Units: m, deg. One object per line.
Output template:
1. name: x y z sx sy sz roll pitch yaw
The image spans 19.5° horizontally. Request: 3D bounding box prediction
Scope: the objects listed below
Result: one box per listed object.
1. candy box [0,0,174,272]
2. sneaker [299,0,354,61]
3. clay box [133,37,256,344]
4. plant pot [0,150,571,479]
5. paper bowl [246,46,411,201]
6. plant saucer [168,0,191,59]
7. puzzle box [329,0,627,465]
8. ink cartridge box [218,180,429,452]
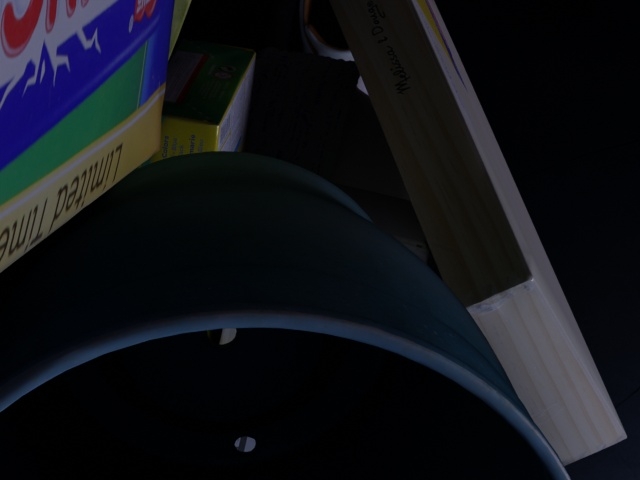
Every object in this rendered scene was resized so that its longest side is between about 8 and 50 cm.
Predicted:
1. candy box: -0.099 -0.151 0.389 0.268 0.122 0.317 -60 161 -73
2. sneaker: 0.020 -0.148 1.630 0.123 0.105 0.290 -63 152 -57
3. clay box: -0.083 0.006 1.111 0.127 0.053 0.222 -72 171 -64
4. plant pot: -0.041 0.090 0.800 0.255 0.271 0.272 -101 -163 -63
5. paper bowl: 0.000 0.000 1.436 0.284 0.148 0.284 9 90 -83
6. plant saucer: -0.077 -0.152 0.846 0.241 0.037 0.241 19 90 -90
7. puzzle box: 0.081 -0.074 1.245 0.272 0.052 0.409 51 16 -57
8. ink cartridge box: -0.012 0.107 1.193 0.198 0.114 0.273 -65 168 -80
